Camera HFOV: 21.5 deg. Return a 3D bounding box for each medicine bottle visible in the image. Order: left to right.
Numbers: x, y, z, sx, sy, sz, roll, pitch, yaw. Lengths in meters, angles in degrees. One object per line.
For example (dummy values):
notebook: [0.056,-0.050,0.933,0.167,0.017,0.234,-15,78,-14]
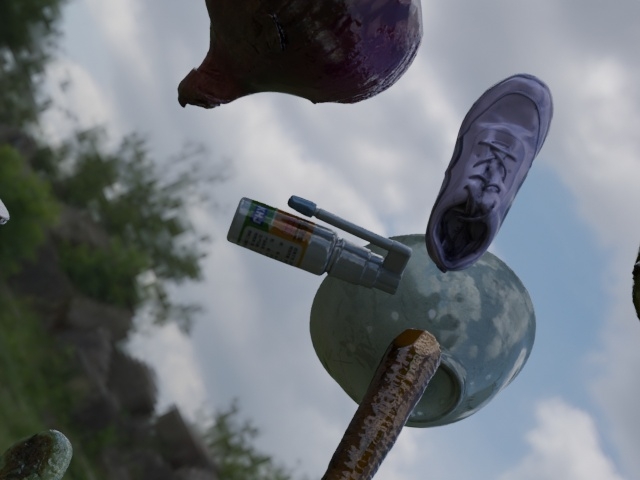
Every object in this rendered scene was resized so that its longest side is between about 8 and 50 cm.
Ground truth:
medicine bottle: [0.000,0.000,2.071,0.061,0.220,0.092,-71,-177,-50]

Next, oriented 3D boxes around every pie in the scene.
pie: [-0.247,0.195,1.426,0.017,0.085,0.085,61,-8,-31]

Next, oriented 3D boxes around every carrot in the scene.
carrot: [0.052,0.229,1.947,0.066,0.314,0.066,24,-32,16]

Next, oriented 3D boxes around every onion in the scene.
onion: [-0.051,-0.313,2.376,0.348,0.385,0.348,47,12,-13]

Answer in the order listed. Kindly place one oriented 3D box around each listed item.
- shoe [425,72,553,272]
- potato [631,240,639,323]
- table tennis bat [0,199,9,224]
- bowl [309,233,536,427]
shoe: [0.185,-0.070,1.882,0.095,0.245,0.137,24,15,-1]
potato: [0.440,0.053,1.618,0.210,0.307,0.173,-81,-164,-47]
table tennis bat: [-0.491,-0.102,2.220,0.220,0.019,0.130,46,4,-23]
bowl: [0.137,0.158,2.269,0.146,0.313,0.313,-85,162,-55]
